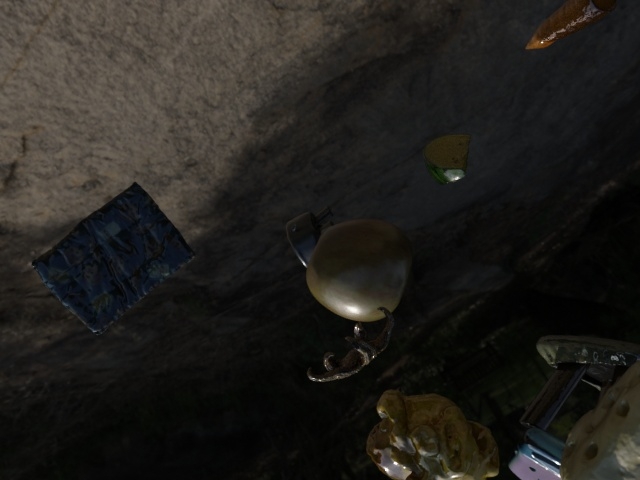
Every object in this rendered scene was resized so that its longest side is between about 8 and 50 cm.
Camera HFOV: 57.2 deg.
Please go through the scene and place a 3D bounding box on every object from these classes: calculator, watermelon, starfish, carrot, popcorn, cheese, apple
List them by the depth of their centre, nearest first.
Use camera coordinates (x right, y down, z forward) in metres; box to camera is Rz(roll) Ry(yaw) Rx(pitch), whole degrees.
[{"bbox_3d":[0.490,0.319,0.962,0.263,0.093,0.159,-65,171,26],"label":"cheese"},{"bbox_3d":[0.062,0.213,1.130,0.190,0.074,0.146,-35,178,-32],"label":"starfish"},{"bbox_3d":[0.482,0.470,1.206,0.051,0.173,0.293,-51,155,-22],"label":"calculator"},{"bbox_3d":[0.507,-0.452,1.226,0.072,0.072,0.205,-19,174,-31],"label":"carrot"},{"bbox_3d":[0.258,-0.179,1.234,0.092,0.075,0.181,-42,-167,38],"label":"watermelon"},{"bbox_3d":[0.262,0.514,1.397,0.281,0.316,0.297,-52,145,-50],"label":"popcorn"},{"bbox_3d":[0.092,0.063,1.409,0.257,0.234,0.257,20,90,-85],"label":"apple"}]

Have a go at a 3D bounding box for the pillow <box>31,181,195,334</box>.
[{"bbox_3d":[-0.392,0.036,1.119,0.255,0.189,0.034,-40,-167,-7],"label":"pillow"}]

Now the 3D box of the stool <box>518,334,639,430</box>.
[{"bbox_3d":[0.644,0.368,1.297,0.226,0.310,0.310,-64,-161,-16],"label":"stool"}]

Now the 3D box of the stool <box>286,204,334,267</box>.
[{"bbox_3d":[-0.003,-0.008,1.692,0.139,0.153,0.228,-27,169,12],"label":"stool"}]
